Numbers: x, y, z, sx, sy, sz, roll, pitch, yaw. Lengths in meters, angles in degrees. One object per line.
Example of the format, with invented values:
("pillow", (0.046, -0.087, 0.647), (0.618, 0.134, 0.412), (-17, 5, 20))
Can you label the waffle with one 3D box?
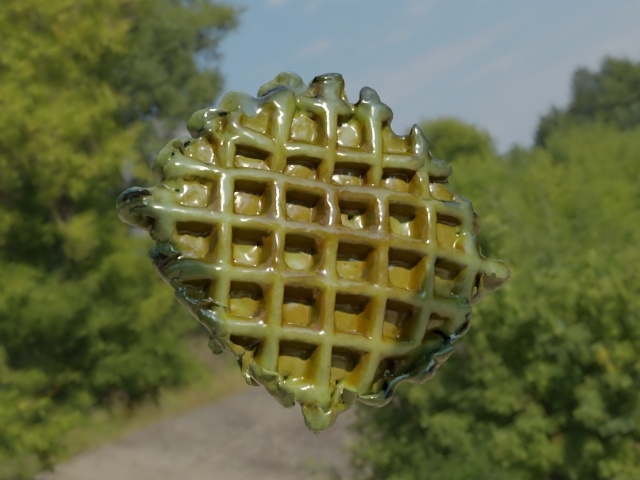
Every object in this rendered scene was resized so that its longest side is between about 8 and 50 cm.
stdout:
("waffle", (0.000, 0.000, 0.977), (0.208, 0.214, 0.054), (-39, 0, -28))
